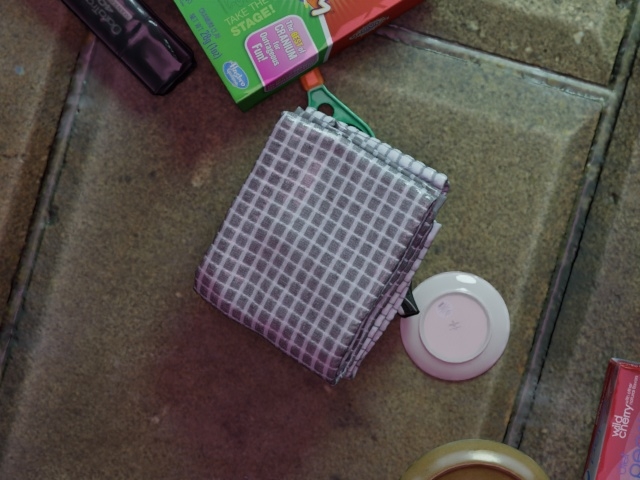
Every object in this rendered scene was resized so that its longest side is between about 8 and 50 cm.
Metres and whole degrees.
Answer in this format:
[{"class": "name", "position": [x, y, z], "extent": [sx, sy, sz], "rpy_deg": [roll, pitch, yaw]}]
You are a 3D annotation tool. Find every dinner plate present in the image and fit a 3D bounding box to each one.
[{"class": "dinner plate", "position": [0.173, 0.110, 1.856], "extent": [0.141, 0.017, 0.141], "rpy_deg": [0, 90, 2]}]

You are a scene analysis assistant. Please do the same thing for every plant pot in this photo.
[{"class": "plant pot", "position": [0.199, 0.375, 1.855], "extent": [0.236, 0.032, 0.236], "rpy_deg": [0, 91, 2]}]

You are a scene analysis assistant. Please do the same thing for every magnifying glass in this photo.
[{"class": "magnifying glass", "position": [0.002, -0.173, 1.849], "extent": [0.092, 0.026, 0.231], "rpy_deg": [-23, 93, 2]}]

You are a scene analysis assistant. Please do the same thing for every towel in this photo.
[{"class": "towel", "position": [0.000, 0.000, 1.759], "extent": [0.235, 0.121, 0.283], "rpy_deg": [32, 101, 21]}]

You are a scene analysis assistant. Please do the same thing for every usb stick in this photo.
[{"class": "usb stick", "position": [-0.274, -0.300, 1.841], "extent": [0.278, 0.045, 0.077], "rpy_deg": [45, 99, 0]}]

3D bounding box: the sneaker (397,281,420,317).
[{"class": "sneaker", "position": [0.097, 0.010, 1.827], "extent": [0.077, 0.072, 0.178], "rpy_deg": [-20, 92, 1]}]

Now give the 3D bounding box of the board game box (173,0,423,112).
[{"class": "board game box", "position": [-0.028, -0.346, 1.807], "extent": [0.317, 0.064, 0.242], "rpy_deg": [-32, 82, 2]}]

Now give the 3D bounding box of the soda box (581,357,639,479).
[{"class": "soda box", "position": [0.381, 0.285, 1.817], "extent": [0.084, 0.092, 0.263], "rpy_deg": [12, 92, 2]}]
